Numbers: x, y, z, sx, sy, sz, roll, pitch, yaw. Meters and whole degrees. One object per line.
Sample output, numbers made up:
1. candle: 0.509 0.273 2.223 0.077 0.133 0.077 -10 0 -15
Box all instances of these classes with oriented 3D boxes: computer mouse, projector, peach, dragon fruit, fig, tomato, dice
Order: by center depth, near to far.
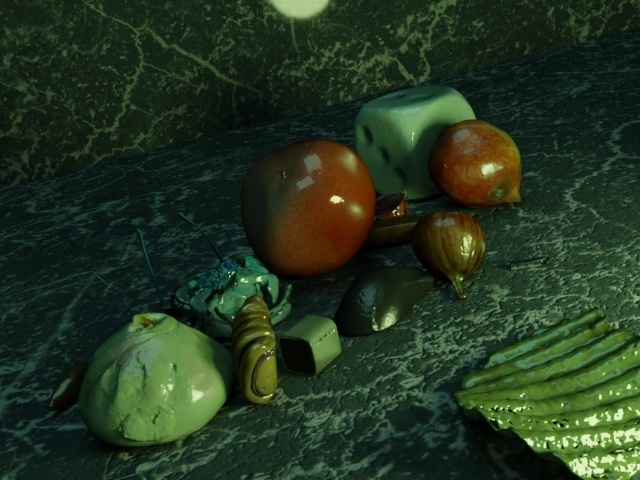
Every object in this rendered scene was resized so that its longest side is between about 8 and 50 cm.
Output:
1. projector: -0.020 0.196 1.564 0.083 0.083 0.082 4 26 38
2. computer mouse: 0.129 0.105 1.724 0.147 0.088 0.264 6 25 35
3. fig: 0.287 0.027 1.776 0.149 0.202 0.148 -22 -11 -20
4. tomato: -0.044 -0.089 1.947 0.341 0.342 0.272 1 -16 32
5. peach: 0.405 -0.179 2.121 0.232 0.257 0.232 -39 -9 -8
6. dragon fruit: 0.177 -0.068 2.163 0.112 0.068 0.126 -13 30 31
7. dice: 0.270 -0.281 2.364 0.264 0.268 0.262 -27 25 -31

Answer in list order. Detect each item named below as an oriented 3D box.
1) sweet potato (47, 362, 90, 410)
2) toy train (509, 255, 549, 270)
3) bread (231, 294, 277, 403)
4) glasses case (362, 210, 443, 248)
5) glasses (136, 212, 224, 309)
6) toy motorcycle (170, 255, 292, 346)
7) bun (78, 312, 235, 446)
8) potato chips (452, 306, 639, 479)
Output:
1. sweet potato: -0.479 0.275 1.670 0.055 0.058 0.202 -23 11 39
2. toy train: 0.444 0.048 1.768 0.083 0.017 0.017 -10 23 8
3. bread: -0.123 0.200 1.540 0.081 0.134 0.225 -6 20 -7
4. glasses case: 0.197 -0.024 2.053 0.218 0.049 0.075 -9 14 9
5. glasses: -0.332 0.055 1.986 0.189 0.221 0.088 -27 -14 -29
6. toy motorcycle: -0.182 0.124 1.787 0.206 0.154 0.260 33 41 31
7. bun: -0.305 0.229 1.507 0.293 0.187 0.293 -10 23 5
8. potato chips: 0.384 0.216 1.265 0.389 0.097 0.373 -24 22 -30
